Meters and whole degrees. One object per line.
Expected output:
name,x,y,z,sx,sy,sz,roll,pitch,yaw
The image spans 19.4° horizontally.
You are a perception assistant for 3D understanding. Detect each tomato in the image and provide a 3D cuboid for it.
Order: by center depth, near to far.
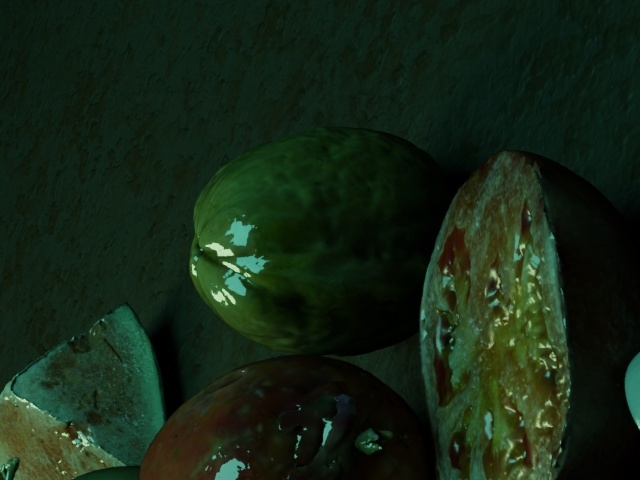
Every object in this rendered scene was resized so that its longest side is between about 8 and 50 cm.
tomato,0.200,0.093,1.613,0.338,0.143,0.338,-174,90,-72

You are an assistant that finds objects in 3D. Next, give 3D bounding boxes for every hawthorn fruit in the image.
hawthorn fruit,-0.008,0.221,1.722,0.307,0.276,0.276,-40,47,50

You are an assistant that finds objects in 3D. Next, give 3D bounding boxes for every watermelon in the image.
watermelon,-0.303,0.238,2.332,0.213,0.201,0.262,-58,39,42

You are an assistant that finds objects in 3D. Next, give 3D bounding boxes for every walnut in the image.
walnut,0.000,0.000,1.853,0.283,0.282,0.227,-133,47,-54

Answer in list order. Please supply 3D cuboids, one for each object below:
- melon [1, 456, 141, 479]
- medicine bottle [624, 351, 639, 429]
melon,-0.172,0.359,1.894,0.272,0.308,0.272,-179,90,-79
medicine bottle,0.349,0.068,1.384,0.252,0.144,0.145,-44,44,39
